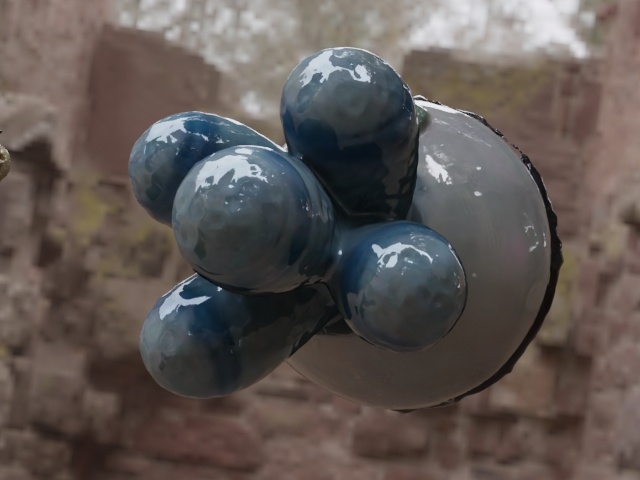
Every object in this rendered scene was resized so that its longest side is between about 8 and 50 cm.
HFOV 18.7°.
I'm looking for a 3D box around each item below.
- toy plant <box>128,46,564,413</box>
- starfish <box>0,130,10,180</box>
[{"bbox_3d":[0.000,0.000,1.252,0.247,0.247,0.332,6,-1,25],"label":"toy plant"},{"bbox_3d":[-0.491,0.012,1.551,0.432,0.082,0.324,-10,13,15],"label":"starfish"}]
